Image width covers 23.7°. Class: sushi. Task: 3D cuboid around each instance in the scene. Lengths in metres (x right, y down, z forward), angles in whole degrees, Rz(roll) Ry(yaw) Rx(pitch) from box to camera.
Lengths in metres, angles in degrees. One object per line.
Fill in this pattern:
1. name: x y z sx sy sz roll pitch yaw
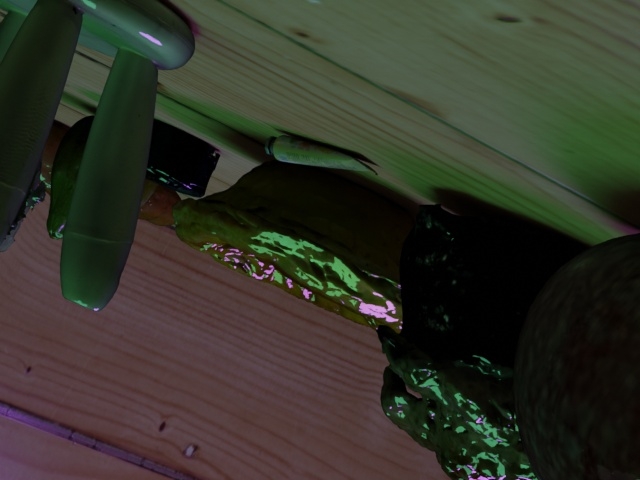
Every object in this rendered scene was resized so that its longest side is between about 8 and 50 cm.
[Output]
1. sushi: 0.149 0.104 1.238 0.225 0.218 0.238 20 177 -6

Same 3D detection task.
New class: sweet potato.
1. sweet potato: -0.325 -0.088 2.147 0.355 0.095 0.106 31 -147 -36

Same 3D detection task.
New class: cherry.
1. cherry: 0.224 0.096 0.918 0.230 0.203 0.300 23 -170 -21

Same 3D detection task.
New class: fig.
1. fig: -0.254 -0.062 1.738 0.123 0.156 0.123 25 170 5

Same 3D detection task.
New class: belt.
1. belt: -0.175 -0.091 1.609 0.140 0.058 0.105 22 172 26

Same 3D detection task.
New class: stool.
1. stool: -0.207 -0.085 0.971 0.195 0.198 0.195 22 174 25

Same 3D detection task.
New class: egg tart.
1. egg tart: 0.000 0.000 1.451 0.295 0.116 0.295 25 175 3

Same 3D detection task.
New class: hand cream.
1. hand cream: -0.001 -0.069 1.244 0.102 0.022 0.035 13 170 36

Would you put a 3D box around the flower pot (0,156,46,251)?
1. flower pot: -0.480 -0.120 1.704 0.290 0.290 0.259 27 -173 -35
